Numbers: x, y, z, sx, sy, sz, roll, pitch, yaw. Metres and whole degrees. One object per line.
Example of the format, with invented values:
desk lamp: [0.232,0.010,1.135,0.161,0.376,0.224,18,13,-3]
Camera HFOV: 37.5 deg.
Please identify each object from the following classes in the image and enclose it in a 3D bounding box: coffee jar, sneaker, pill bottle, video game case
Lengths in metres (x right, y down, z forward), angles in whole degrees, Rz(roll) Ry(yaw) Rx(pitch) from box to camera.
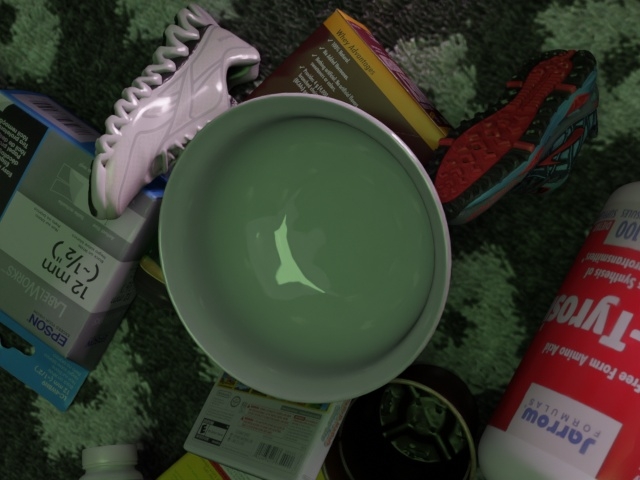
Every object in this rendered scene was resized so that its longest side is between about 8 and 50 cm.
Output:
coffee jar: [-0.151,-0.006,1.136,0.079,0.096,0.184,32,103,13]
sneaker: [-0.166,-0.139,1.075,0.118,0.110,0.292,28,65,-2]
sneaker: [0.215,-0.084,0.970,0.104,0.262,0.125,18,142,47]
pill bottle: [0.296,0.166,0.902,0.229,0.229,0.407,28,82,12]
pill bottle: [-0.248,0.314,1.117,0.078,0.078,0.137,-10,73,16]
video game case: [-0.043,0.159,1.042,0.227,0.026,0.206,0,58,53]

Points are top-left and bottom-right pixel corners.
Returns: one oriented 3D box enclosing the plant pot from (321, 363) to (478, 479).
plant pot: [0.102,0.214,1.045,0.167,0.165,0.166,2,97,18]

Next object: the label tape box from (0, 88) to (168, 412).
label tape box: [-0.361,0.023,1.189,0.249,0.115,0.347,34,101,11]

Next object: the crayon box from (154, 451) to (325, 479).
crayon box: [-0.108,0.342,1.159,0.318,0.081,0.202,-41,83,14]

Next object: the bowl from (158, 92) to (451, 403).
bowl: [0.000,0.000,0.934,0.298,0.134,0.297,4,102,22]

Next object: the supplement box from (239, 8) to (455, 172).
supplement box: [0.024,-0.116,1.061,0.194,0.129,0.191,-41,83,15]
